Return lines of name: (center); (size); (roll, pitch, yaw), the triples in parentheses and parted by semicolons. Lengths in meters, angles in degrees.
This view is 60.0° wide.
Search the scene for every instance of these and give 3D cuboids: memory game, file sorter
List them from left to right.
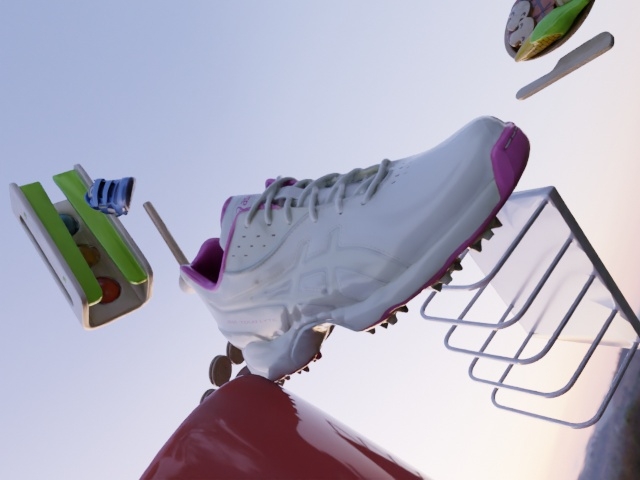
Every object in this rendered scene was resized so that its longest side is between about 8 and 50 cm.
memory game: (-0.089, 0.201, 0.676); (0.186, 0.012, 0.186); (10, -101, -63)
file sorter: (0.267, 0.097, 0.761); (0.173, 0.193, 0.278); (-48, -71, -23)

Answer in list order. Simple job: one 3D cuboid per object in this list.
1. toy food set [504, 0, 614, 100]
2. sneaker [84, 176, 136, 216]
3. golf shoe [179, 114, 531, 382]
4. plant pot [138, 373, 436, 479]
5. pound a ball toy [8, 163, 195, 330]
toy food set: (0.241, -0.256, 0.591); (0.038, 0.132, 0.192); (19, -116, -25)
sneaker: (-0.319, -0.068, 0.842); (0.059, 0.144, 0.053); (21, -109, -29)
golf shoe: (0.000, 0.000, 0.400); (0.306, 0.140, 0.115); (-40, 9, 38)
plant pot: (0.011, 0.258, 0.355); (0.275, 0.243, 0.275); (17, -90, -74)
pound a ball toy: (-0.372, 0.015, 0.981); (0.208, 0.319, 0.136); (-27, -23, -35)
